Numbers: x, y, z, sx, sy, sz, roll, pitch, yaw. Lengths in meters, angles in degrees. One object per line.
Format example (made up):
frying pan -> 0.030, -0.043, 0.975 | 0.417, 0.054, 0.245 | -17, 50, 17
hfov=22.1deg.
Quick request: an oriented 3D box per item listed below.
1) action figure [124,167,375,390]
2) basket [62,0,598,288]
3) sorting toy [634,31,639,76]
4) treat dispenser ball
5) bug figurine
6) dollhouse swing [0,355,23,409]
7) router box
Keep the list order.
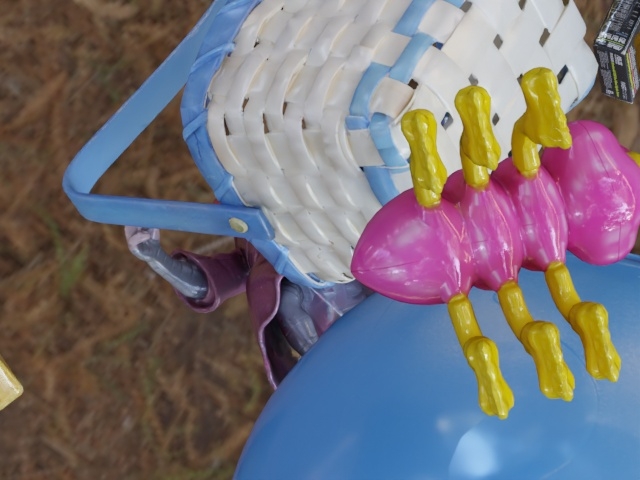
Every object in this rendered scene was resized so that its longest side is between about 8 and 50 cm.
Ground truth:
action figure -> 0.000, 0.000, 1.421 | 0.248, 0.370, 0.276 | -44, 109, -2
basket -> 0.000, -0.093, 1.019 | 0.289, 0.255, 0.201 | 15, 148, 39
sorting toy -> 0.439, -0.205, 1.521 | 0.365, 0.126, 0.127 | -27, 148, -5
treat dispenser ball -> 0.099, 0.144, 0.703 | 0.288, 0.288, 0.288 | 7, 119, 13
bug figurine -> 0.122, 0.036, 0.477 | 0.216, 0.072, 0.279 | -14, 99, -11
dollhouse swing -> -0.482, 0.074, 1.269 | 0.347, 0.305, 0.315 | -39, 119, -8
router box -> 0.329, -0.214, 1.741 | 0.038, 0.092, 0.122 | 21, 166, 22
